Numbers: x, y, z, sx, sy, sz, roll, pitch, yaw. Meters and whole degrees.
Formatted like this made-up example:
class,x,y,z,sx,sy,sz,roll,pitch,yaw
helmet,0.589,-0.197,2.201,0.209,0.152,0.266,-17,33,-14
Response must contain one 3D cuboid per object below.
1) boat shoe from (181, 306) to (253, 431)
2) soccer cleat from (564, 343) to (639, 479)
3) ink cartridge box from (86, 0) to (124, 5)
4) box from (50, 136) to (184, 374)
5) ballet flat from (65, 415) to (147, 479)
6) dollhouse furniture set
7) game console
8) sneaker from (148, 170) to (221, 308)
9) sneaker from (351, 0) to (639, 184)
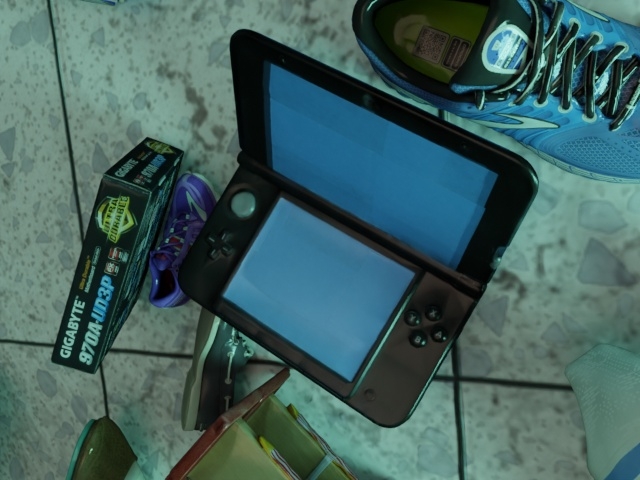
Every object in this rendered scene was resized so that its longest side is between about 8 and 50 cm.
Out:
class,x,y,z,sx,sy,sz,roll,pitch,yaw
boat shoe,-0.116,0.133,0.685,0.065,0.075,0.206,11,101,-21
soccer cleat,0.303,0.226,0.476,0.116,0.143,0.331,-28,108,-6
ink cartridge box,-0.330,-0.382,0.681,0.333,0.065,0.165,20,107,22
box,-0.220,0.010,0.636,0.051,0.175,0.220,20,110,-10
ballet flat,-0.297,0.391,0.785,0.124,0.116,0.342,22,109,-1
dollhouse furniture set,-0.111,0.348,0.637,0.201,0.152,0.374,45,109,12
game console,0.000,0.000,0.522,0.293,0.173,0.250,30,90,18
sneaker,-0.161,0.005,0.665,0.068,0.071,0.169,18,106,21
sneaker,0.167,-0.126,0.445,0.330,0.147,0.129,21,107,20
